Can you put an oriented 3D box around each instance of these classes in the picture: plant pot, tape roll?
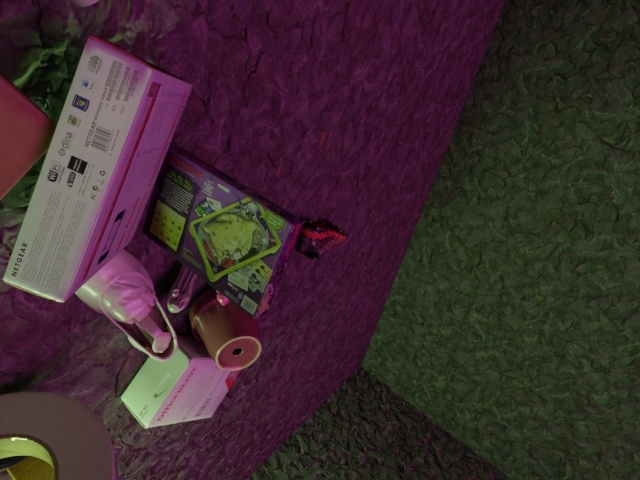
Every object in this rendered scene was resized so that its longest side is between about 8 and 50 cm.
[{"bbox_3d":[-0.254,0.256,1.221,0.201,0.180,0.202,-15,129,-19],"label":"plant pot"},{"bbox_3d":[-0.550,0.440,0.726,0.392,0.391,0.072,-31,144,-44],"label":"tape roll"}]

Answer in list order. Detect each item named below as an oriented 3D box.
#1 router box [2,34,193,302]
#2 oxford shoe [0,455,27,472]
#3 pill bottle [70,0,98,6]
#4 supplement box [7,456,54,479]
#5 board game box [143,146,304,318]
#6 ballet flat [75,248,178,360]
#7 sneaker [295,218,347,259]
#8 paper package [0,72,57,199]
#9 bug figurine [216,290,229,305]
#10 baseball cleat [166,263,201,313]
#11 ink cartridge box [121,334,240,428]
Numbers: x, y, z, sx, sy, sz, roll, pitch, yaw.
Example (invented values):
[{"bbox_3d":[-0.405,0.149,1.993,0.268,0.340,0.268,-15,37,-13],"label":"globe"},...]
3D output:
[{"bbox_3d":[-0.322,-0.115,0.678,0.336,0.082,0.301,-64,-167,11],"label":"router box"},{"bbox_3d":[-0.692,0.455,0.870,0.096,0.083,0.227,-50,160,29],"label":"oxford shoe"},{"bbox_3d":[-0.346,-0.378,0.476,0.131,0.131,0.229,-60,155,4],"label":"pill bottle"},{"bbox_3d":[-0.592,0.541,0.944,0.080,0.233,0.078,-40,149,-40],"label":"supplement box"},{"bbox_3d":[-0.210,-0.025,0.868,0.056,0.346,0.208,-16,133,-56],"label":"board game box"},{"bbox_3d":[-0.408,0.153,0.965,0.139,0.139,0.400,-44,151,-27],"label":"ballet flat"},{"bbox_3d":[0.000,0.000,1.568,0.276,0.097,0.135,0,118,-59],"label":"sneaker"},{"bbox_3d":[-0.509,-0.127,0.422,0.310,0.168,0.325,-52,155,-10],"label":"paper package"},{"bbox_3d":[-0.224,0.069,1.146,0.279,0.072,0.217,40,44,-70],"label":"bug figurine"},{"bbox_3d":[-0.339,0.089,1.105,0.109,0.072,0.206,-28,-149,56],"label":"baseball cleat"},{"bbox_3d":[-0.388,0.409,1.287,0.226,0.131,0.306,-56,153,-3],"label":"ink cartridge box"}]
